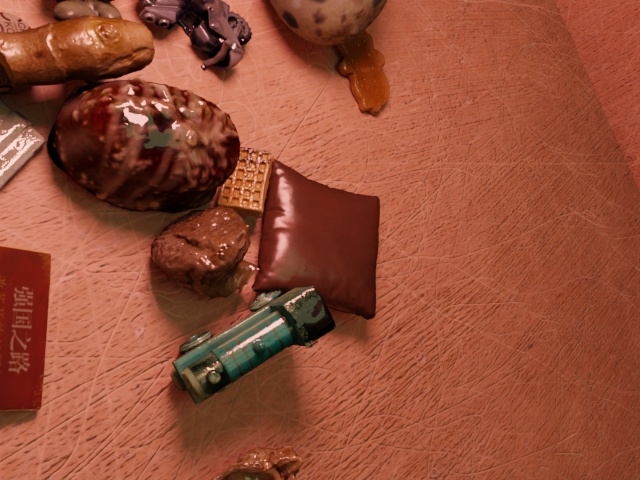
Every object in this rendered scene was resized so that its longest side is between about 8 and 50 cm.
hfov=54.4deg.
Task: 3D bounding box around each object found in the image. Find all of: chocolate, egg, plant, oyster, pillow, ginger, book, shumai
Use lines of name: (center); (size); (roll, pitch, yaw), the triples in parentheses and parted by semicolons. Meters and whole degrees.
chocolate: (-0.299, -0.181, 1.141); (0.340, 0.210, 0.225); (14, 71, -34)
egg: (0.020, -0.671, 1.445); (0.345, 0.345, 0.428); (12, 78, -35)
plant: (-0.429, -0.432, 1.148); (0.146, 0.149, 0.274); (3, 89, 7)
oyster: (-0.138, 0.468, 1.157); (0.233, 0.107, 0.161); (-37, 106, -20)
pillow: (0.000, 0.000, 1.379); (0.308, 0.108, 0.305); (16, 66, -29)
ginger: (-0.404, -0.320, 1.044); (0.263, 0.116, 0.109); (-17, 130, -30)
book: (-0.581, 0.119, 0.902); (0.374, 0.028, 0.262); (14, 67, -48)
shumai: (-0.205, 0.043, 1.176); (0.166, 0.206, 0.175); (-48, 128, -31)

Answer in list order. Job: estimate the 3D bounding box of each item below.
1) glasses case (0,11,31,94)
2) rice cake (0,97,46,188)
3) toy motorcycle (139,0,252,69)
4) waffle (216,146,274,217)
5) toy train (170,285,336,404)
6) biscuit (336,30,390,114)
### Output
glasses case: (-0.629, -0.293, 0.994); (0.355, 0.085, 0.137); (-18, 94, -39)
rice cake: (-0.560, -0.136, 1.033); (0.124, 0.038, 0.211); (46, 55, -18)
toy motorcycle: (-0.259, -0.452, 1.322); (0.270, 0.106, 0.159); (8, 66, -40)
waffle: (-0.158, -0.125, 1.308); (0.102, 0.042, 0.148); (8, 68, 3)
toy train: (-0.129, 0.188, 1.147); (0.298, 0.194, 0.120); (-30, 96, -22)
biscuit: (0.116, -0.446, 1.653); (0.166, 0.036, 0.225); (-27, 97, -39)
